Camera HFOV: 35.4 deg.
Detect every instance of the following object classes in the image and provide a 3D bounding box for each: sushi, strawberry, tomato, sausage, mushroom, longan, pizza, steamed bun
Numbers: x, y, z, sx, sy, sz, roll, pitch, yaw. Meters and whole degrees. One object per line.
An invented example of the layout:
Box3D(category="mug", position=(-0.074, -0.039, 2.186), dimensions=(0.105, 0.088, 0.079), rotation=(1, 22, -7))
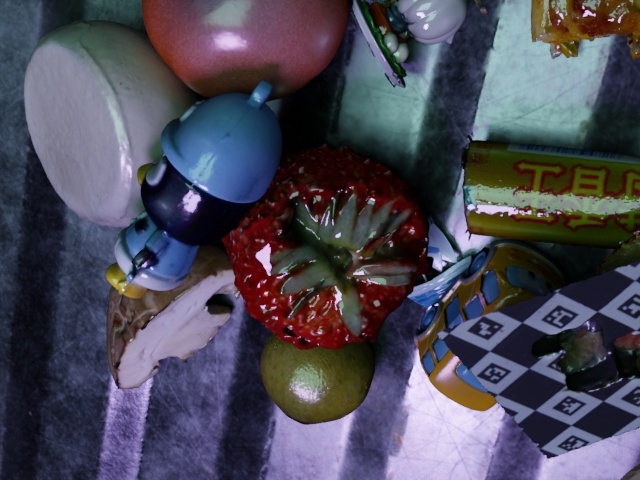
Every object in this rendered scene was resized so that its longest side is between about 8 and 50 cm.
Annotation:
Box3D(category="sushi", position=(0.326, 0.120, 1.164), dimensions=(0.292, 0.059, 0.294), rotation=(-24, 130, 20))
Box3D(category="strawberry", position=(-0.002, -0.003, 1.302), dimensions=(0.260, 0.258, 0.261), rotation=(-3, 108, -9))
Box3D(category="tomato", position=(-0.094, -0.295, 1.231), dimensions=(0.255, 0.224, 0.256), rotation=(-2, 82, 16))
Box3D(category="sausage", position=(0.323, -0.044, 1.193), dimensions=(0.317, 0.117, 0.125), rotation=(9, 117, 20))
Box3D(category="mushroom", position=(-0.233, 0.084, 1.470), dimensions=(0.286, 0.156, 0.151), rotation=(-45, 58, 26))
Box3D(category="longan", position=(-0.002, 0.168, 1.390), dimensions=(0.154, 0.176, 0.145), rotation=(24, 158, -11))
Box3D(category="pizza", position=(0.365, -0.302, 1.118), dimensions=(0.228, 0.081, 0.290), rotation=(39, 115, 7))
Box3D(category="steamed bun", position=(-0.266, -0.162, 1.357), dimensions=(0.283, 0.177, 0.283), rotation=(26, 127, 40))

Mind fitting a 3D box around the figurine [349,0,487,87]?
Box3D(category="figurine", position=(0.130, -0.271, 1.216), dimensions=(0.153, 0.132, 0.132), rotation=(-28, 94, 13))

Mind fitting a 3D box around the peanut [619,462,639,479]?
Box3D(category="peanut", position=(0.449, 0.294, 1.234), dimensions=(0.123, 0.123, 0.257), rotation=(45, 107, 5))

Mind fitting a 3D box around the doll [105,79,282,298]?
Box3D(category="doll", position=(-0.149, -0.065, 1.206), dimensions=(0.141, 0.177, 0.314), rotation=(38, 111, -4))

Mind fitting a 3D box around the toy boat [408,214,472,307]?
Box3D(category="toy boat", position=(0.151, 0.015, 1.339), dimensions=(0.105, 0.034, 0.150), rotation=(-3, 92, 26))

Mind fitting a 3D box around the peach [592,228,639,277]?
Box3D(category="peach", position=(0.402, 0.043, 1.162), dimensions=(0.189, 0.068, 0.279), rotation=(-10, 139, 18))

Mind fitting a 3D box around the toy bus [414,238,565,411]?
Box3D(category="toy bus", position=(0.216, 0.113, 1.259), dimensions=(0.126, 0.136, 0.209), rotation=(31, 116, -12))
